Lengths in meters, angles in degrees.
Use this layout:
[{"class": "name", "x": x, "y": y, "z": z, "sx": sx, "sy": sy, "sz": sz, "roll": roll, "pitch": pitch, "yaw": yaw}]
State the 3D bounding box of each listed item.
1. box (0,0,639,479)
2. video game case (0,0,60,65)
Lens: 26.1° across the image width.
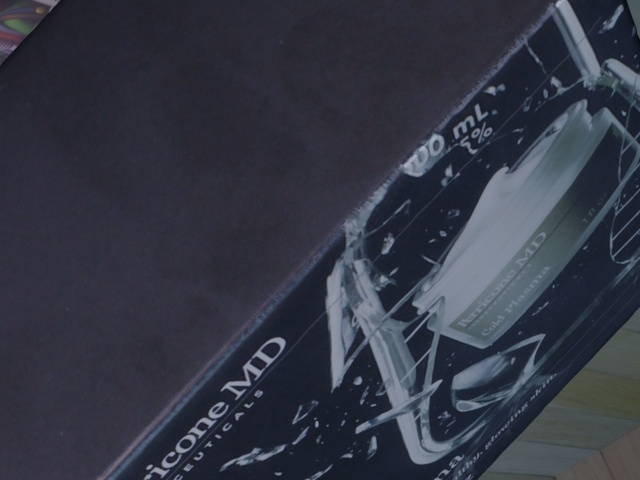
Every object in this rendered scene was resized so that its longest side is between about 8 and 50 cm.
[{"class": "box", "x": 0.000, "y": 0.000, "z": 1.032, "sx": 0.480, "sy": 0.297, "sz": 0.472, "roll": -47, "pitch": 149, "yaw": 1}, {"class": "video game case", "x": -0.266, "y": -0.144, "z": 1.017, "sx": 0.190, "sy": 0.022, "sz": 0.173, "roll": -39, "pitch": 149, "yaw": 29}]
